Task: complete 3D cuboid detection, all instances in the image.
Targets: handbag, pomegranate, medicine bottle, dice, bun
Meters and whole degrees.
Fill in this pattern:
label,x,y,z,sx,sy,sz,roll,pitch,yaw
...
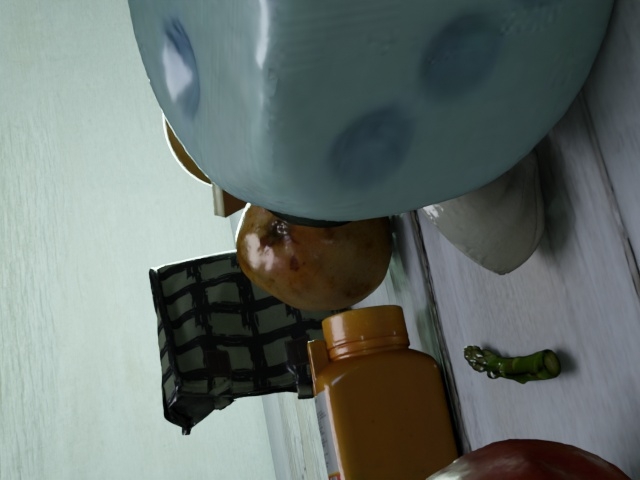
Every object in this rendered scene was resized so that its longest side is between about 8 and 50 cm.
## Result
label,x,y,z,sx,sy,sz,roll,pitch,yaw
handbag,-0.114,0.153,1.675,0.327,0.325,0.162,-110,12,-54
pomegranate,-0.009,0.001,1.315,0.207,0.207,0.207,172,90,-80
medicine bottle,0.071,0.196,1.189,0.112,0.149,0.222,116,145,-72
dice,0.023,-0.190,0.693,0.264,0.268,0.262,50,144,41
bun,0.136,-0.046,0.807,0.094,0.138,0.138,-44,38,21

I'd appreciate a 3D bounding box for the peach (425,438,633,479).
label,x,y,z,sx,sy,sz,roll,pitch,yaw
peach,0.139,0.266,0.645,0.281,0.238,0.281,-167,90,-81

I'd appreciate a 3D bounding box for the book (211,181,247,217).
label,x,y,z,sx,sy,sz,roll,pitch,yaw
book,-0.092,-0.251,1.569,0.028,0.262,0.374,15,121,34

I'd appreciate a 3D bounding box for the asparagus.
label,x,y,z,sx,sy,sz,roll,pitch,yaw
asparagus,0.174,0.113,0.910,0.034,0.027,0.236,61,170,0

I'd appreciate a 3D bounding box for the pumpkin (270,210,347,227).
label,x,y,z,sx,sy,sz,roll,pitch,yaw
pumpkin,-0.011,-0.158,1.119,0.300,0.207,0.300,2,-90,-86

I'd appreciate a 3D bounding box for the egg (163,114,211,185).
label,x,y,z,sx,sy,sz,roll,pitch,yaw
egg,-0.166,-0.248,1.850,0.250,0.250,0.322,-110,25,-48
